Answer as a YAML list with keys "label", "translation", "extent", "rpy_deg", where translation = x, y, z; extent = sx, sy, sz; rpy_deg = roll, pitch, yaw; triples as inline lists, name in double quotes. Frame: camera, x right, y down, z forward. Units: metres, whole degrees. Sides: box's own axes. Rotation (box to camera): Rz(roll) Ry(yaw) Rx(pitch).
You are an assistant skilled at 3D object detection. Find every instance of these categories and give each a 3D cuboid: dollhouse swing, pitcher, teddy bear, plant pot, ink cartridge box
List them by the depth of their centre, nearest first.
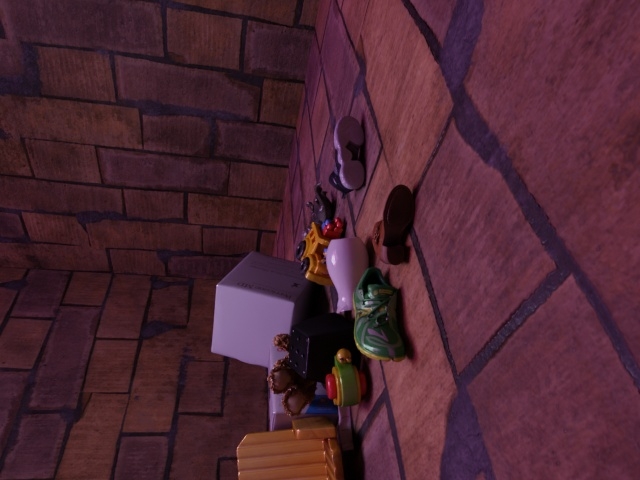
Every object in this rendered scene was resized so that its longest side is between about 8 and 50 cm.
- label: "dollhouse swing"
  translation: [-0.095, 0.732, 1.396]
  extent: [0.315, 0.306, 0.346]
  rpy_deg: [116, 148, -76]
- label: "pitcher"
  translation: [0.085, 0.094, 1.413]
  extent: [0.178, 0.126, 0.206]
  rpy_deg: [-32, -64, -86]
- label: "plant pot"
  translation: [0.004, 0.335, 1.443]
  extent: [0.187, 0.167, 0.187]
  rpy_deg: [15, 102, 62]
- label: "teddy bear"
  translation: [-0.088, 0.432, 1.559]
  extent: [0.113, 0.245, 0.338]
  rpy_deg: [-34, 23, 21]
- label: "ink cartridge box"
  translation: [-0.072, 0.530, 1.704]
  extent: [0.307, 0.224, 0.128]
  rpy_deg: [-102, 18, -54]

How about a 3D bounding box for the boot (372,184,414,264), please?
- label: "boot"
  translation: [0.166, -0.041, 1.158]
  extent: [0.152, 0.073, 0.196]
  rpy_deg: [-133, 51, -80]

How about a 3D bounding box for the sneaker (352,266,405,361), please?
- label: "sneaker"
  translation: [0.133, 0.171, 1.134]
  extent: [0.295, 0.110, 0.123]
  rpy_deg: [-103, 17, -57]

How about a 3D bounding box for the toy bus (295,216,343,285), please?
- label: "toy bus"
  translation: [0.023, 0.026, 1.706]
  extent: [0.211, 0.150, 0.220]
  rpy_deg: [-61, 24, 26]

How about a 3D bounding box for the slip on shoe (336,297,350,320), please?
- label: "slip on shoe"
  translation: [0.082, 0.205, 1.547]
  extent: [0.041, 0.052, 0.135]
  rpy_deg: [9, 85, 39]

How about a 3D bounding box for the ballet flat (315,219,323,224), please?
- label: "ballet flat"
  translation: [0.000, 0.000, 1.899]
  extent: [0.247, 0.087, 0.083]
  rpy_deg: [113, 145, -50]

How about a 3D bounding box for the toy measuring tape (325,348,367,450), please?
- label: "toy measuring tape"
  translation: [0.075, 0.467, 1.331]
  extent: [0.121, 0.122, 0.329]
  rpy_deg: [-140, 46, -76]

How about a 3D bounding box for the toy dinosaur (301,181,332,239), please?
- label: "toy dinosaur"
  translation: [0.007, -0.123, 1.926]
  extent: [0.313, 0.121, 0.160]
  rpy_deg: [119, 142, -53]

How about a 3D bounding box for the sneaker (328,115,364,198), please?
- label: "sneaker"
  translation: [0.079, -0.273, 1.579]
  extent: [0.153, 0.102, 0.268]
  rpy_deg: [129, 141, -66]

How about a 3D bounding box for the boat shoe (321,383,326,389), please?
- label: "boat shoe"
  translation: [0.040, 0.391, 1.608]
  extent: [0.076, 0.080, 0.228]
  rpy_deg: [9, -102, -78]

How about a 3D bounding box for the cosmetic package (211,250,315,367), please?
- label: "cosmetic package"
  translation: [-0.226, 0.287, 2.014]
  extent: [0.393, 0.330, 0.327]
  rpy_deg: [-55, -24, -67]
